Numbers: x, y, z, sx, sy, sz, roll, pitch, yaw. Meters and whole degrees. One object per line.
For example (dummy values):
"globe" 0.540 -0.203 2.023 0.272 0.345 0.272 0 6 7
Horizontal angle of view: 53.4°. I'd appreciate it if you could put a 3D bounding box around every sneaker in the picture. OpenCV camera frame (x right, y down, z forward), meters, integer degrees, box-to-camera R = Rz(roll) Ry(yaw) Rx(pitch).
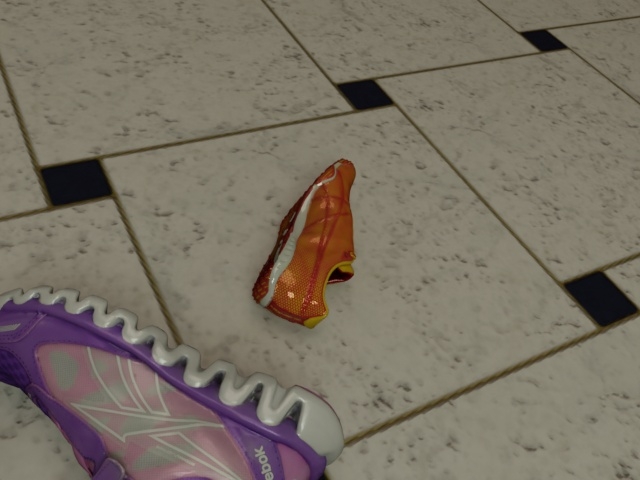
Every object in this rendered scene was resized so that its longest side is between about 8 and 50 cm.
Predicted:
"sneaker" -0.109 0.109 0.367 0.237 0.095 0.104 21 54 6
"sneaker" 0.000 0.000 0.524 0.067 0.064 0.175 32 50 -11
